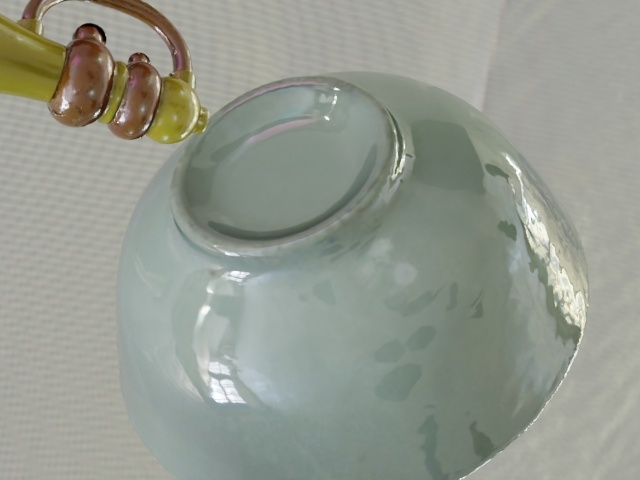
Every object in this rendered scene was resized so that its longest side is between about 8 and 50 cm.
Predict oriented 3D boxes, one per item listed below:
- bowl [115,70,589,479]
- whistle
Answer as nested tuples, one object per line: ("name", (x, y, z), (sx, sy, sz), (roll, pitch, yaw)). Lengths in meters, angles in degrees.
("bowl", (0.000, 0.000, 0.886), (0.289, 0.289, 0.146), (-40, -41, -17))
("whistle", (-0.094, -0.066, 0.573), (0.109, 0.057, 0.046), (13, -62, -27))
